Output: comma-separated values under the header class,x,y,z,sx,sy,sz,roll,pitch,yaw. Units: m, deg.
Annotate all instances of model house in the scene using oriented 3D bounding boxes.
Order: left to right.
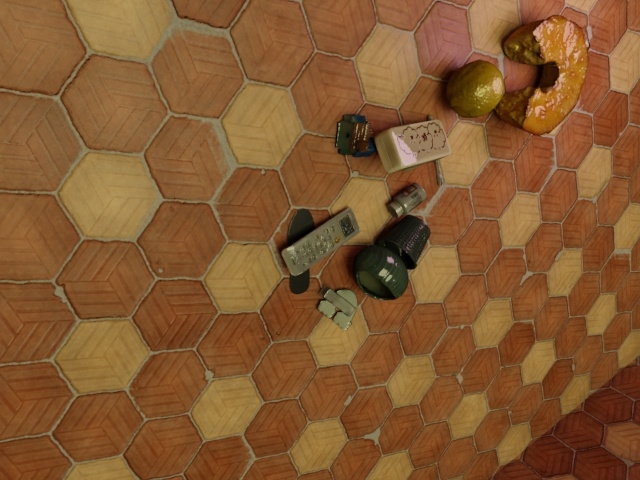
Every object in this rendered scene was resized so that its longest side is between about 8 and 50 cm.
class,x,y,z,sx,sy,sz,roll,pitch,yaw
model house,0.138,-0.338,1.789,0.119,0.148,0.148,-3,112,-30

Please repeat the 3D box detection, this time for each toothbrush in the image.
class,x,y,z,sx,sy,sz,roll,pitch,yaw
toothbrush,0.440,-0.341,2.042,0.024,0.021,0.288,-33,123,-28

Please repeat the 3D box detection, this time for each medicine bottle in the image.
class,x,y,z,sx,sy,sz,roll,pitch,yaw
medicine bottle,0.322,-0.148,2.011,0.140,0.079,0.079,-37,122,-13

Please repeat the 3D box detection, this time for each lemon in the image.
class,x,y,z,sx,sy,sz,roll,pitch,yaw
lemon,0.556,-0.542,1.929,0.231,0.192,0.192,-36,122,-15

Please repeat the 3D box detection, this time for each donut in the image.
class,x,y,z,sx,sy,sz,roll,pitch,yaw
donut,0.859,-0.635,2.094,0.377,0.163,0.435,-4,108,-31

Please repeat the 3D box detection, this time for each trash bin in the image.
class,x,y,z,sx,sy,sz,roll,pitch,yaw
trash bin,0.329,-0.002,2.030,0.161,0.175,0.175,-50,125,-17

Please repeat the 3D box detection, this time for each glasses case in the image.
class,x,y,z,sx,sy,sz,roll,pitch,yaw
glasses case,0.326,-0.329,1.858,0.336,0.076,0.144,-22,94,-45

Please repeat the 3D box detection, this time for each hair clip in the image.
class,x,y,z,sx,sy,sz,roll,pitch,yaw
hair clip,0.075,0.243,2.035,0.220,0.054,0.140,41,81,-37

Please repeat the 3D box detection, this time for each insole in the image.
class,x,y,z,sx,sy,sz,roll,pitch,yaw
insole,-0.069,0.042,1.897,0.109,0.007,0.322,-10,113,-29

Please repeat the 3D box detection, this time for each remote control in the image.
class,x,y,z,sx,sy,sz,roll,pitch,yaw
remote control,0.000,0.000,1.894,0.313,0.055,0.109,-34,115,-23

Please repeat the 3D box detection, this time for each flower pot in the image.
class,x,y,z,sx,sy,sz,roll,pitch,yaw
flower pot,0.223,0.120,1.989,0.243,0.189,0.157,51,45,-34

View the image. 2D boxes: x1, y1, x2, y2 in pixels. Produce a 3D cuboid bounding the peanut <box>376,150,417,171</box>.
class,x,y,z,sx,sy,sz,roll,pitch,yaw
peanut,0.273,-0.310,1.916,0.206,0.087,0.087,23,96,-35
